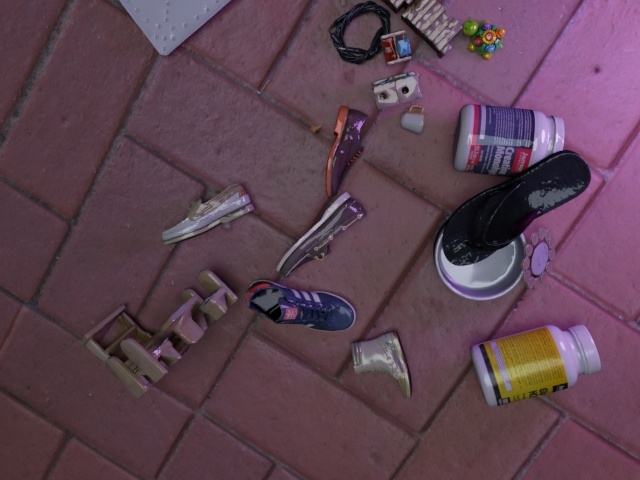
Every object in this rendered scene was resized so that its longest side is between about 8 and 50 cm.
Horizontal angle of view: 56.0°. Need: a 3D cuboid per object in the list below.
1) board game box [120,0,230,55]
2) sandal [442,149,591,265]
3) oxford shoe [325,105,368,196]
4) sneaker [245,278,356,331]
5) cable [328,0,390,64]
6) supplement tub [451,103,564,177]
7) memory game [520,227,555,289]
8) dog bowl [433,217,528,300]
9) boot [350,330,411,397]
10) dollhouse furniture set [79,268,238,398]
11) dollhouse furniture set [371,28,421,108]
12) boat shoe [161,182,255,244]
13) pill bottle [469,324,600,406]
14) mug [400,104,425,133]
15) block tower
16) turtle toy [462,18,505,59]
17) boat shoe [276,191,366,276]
[{"bbox_3d":[-0.434,-0.820,1.784,0.390,0.050,0.390,-37,93,11],"label":"board game box"},{"bbox_3d":[0.507,-0.078,1.612,0.445,0.107,0.167,-39,102,23],"label":"sandal"},{"bbox_3d":[0.075,-0.256,1.787,0.098,0.097,0.271,13,100,-1],"label":"oxford shoe"},{"bbox_3d":[-0.066,0.216,1.845,0.350,0.148,0.131,11,100,5],"label":"sneaker"},{"bbox_3d":[0.126,-0.605,1.751,0.184,0.047,0.151,-29,94,9],"label":"cable"},{"bbox_3d":[0.516,-0.274,1.680,0.272,0.191,0.191,7,99,6],"label":"supplement tub"},{"bbox_3d":[0.630,0.052,1.739,0.012,0.186,0.186,15,103,46],"label":"memory game"},{"bbox_3d":[0.467,0.038,1.776,0.264,0.104,0.265,1,98,6],"label":"dog bowl"},{"bbox_3d":[0.190,0.402,1.879,0.165,0.077,0.213,-16,91,8],"label":"boot"},{"bbox_3d":[-0.517,0.268,1.814,0.256,0.362,0.394,45,131,-3],"label":"dollhouse furniture set"},{"bbox_3d":[0.199,-0.485,1.701,0.128,0.129,0.184,-13,109,9],"label":"dollhouse furniture set"},{"bbox_3d":[-0.359,-0.080,1.862,0.302,0.113,0.103,-24,94,-1],"label":"boat shoe"},{"bbox_3d":[0.624,0.358,1.763,0.333,0.188,0.188,-17,96,9],"label":"pill bottle"},{"bbox_3d":[0.273,-0.354,1.773,0.064,0.078,0.062,15,133,13],"label":"mug"},{"bbox_3d":[0.259,-0.670,1.703,0.335,0.091,0.097,45,101,-2],"label":"block tower"},{"bbox_3d":[0.460,-0.579,1.704,0.130,0.066,0.095,29,101,2],"label":"turtle toy"},{"bbox_3d":[0.000,0.000,1.824,0.097,0.116,0.324,44,95,2],"label":"boat shoe"}]
